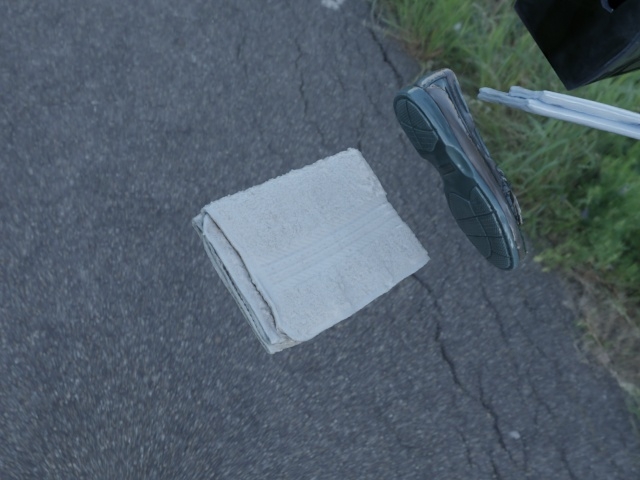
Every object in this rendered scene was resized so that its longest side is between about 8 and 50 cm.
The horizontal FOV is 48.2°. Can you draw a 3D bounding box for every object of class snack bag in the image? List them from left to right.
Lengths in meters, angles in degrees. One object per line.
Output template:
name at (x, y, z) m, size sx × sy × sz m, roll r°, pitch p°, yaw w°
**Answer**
snack bag at (0.413, -0.174, 1.027) m, size 0.323 × 0.342 × 0.037 m, roll 13°, pitch 104°, yaw -1°

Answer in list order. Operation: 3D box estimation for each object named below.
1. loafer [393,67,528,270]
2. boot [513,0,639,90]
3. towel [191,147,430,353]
loafer at (0.193, -0.088, 0.882) m, size 0.084 × 0.096 × 0.267 m, roll -38°, pitch 105°, yaw -18°
boot at (0.411, -0.298, 0.579) m, size 0.445 × 0.367 × 0.146 m, roll -12°, pitch 56°, yaw -33°
towel at (0.000, 0.000, 0.850) m, size 0.282 × 0.049 × 0.187 m, roll -29°, pitch 84°, yaw -41°
